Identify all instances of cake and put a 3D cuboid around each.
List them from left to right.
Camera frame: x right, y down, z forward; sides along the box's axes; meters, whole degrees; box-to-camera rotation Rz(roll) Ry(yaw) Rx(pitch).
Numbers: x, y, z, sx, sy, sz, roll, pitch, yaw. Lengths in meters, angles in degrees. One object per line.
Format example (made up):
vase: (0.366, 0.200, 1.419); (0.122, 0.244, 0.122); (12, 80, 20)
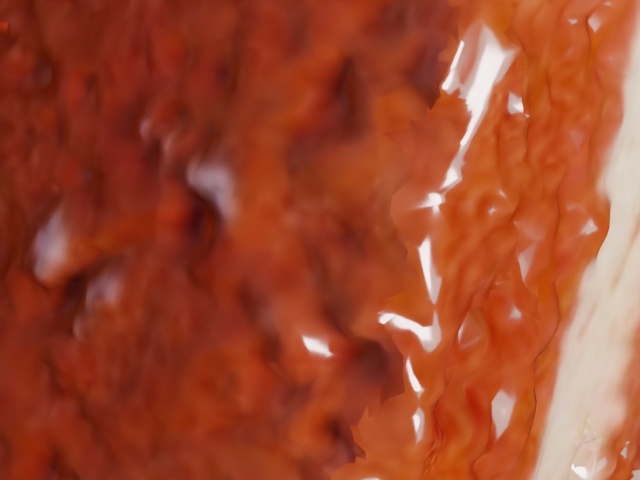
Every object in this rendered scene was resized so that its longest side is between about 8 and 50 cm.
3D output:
cake: (0.006, 0.002, 0.513); (0.319, 0.269, 0.270); (2, 103, -54)
